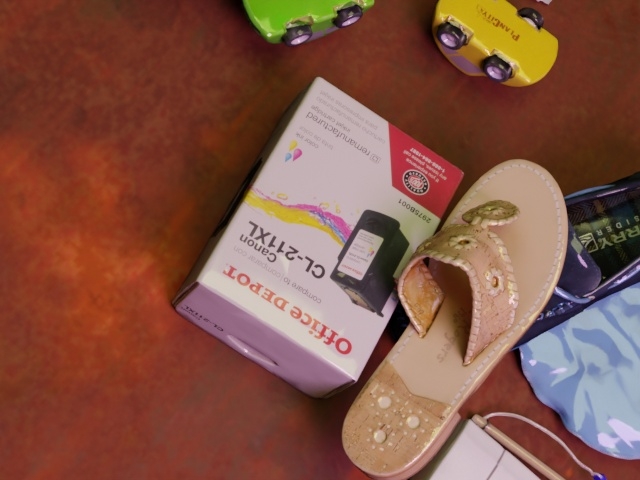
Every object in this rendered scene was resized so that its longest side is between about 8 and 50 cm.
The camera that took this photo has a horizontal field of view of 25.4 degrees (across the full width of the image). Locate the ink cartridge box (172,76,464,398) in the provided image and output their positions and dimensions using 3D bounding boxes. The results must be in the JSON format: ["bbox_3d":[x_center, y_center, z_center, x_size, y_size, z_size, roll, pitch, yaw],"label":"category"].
[{"bbox_3d":[0.000,0.000,0.967,0.127,0.072,0.175,33,66,-9],"label":"ink cartridge box"}]

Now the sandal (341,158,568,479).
[{"bbox_3d":[0.086,0.039,0.901,0.088,0.079,0.240,26,76,22],"label":"sandal"}]

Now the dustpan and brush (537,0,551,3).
[{"bbox_3d":[0.151,-0.310,1.116,0.211,0.060,0.147,43,66,-3],"label":"dustpan and brush"}]

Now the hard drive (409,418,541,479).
[{"bbox_3d":[0.162,0.321,0.945,0.353,0.047,0.233,41,66,-5],"label":"hard drive"}]

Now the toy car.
[{"bbox_3d":[0.038,-0.193,1.048,0.225,0.053,0.239,-21,82,-23],"label":"toy car"}]

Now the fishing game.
[{"bbox_3d":[0.227,0.071,1.047,0.189,0.041,0.264,36,72,2],"label":"fishing game"}]

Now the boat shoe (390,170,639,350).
[{"bbox_3d":[0.164,0.000,0.992,0.258,0.089,0.109,-29,74,-10],"label":"boat shoe"}]
